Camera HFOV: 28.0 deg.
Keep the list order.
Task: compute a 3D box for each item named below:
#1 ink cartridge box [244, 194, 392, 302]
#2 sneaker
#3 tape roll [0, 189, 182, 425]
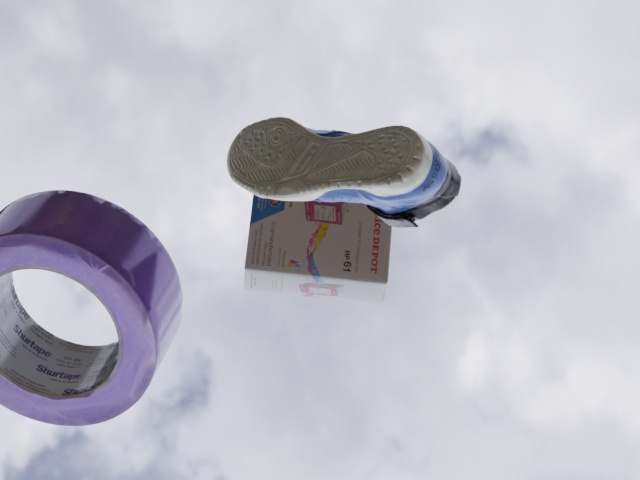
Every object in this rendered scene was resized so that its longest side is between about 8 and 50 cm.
[{"bbox_3d":[0.000,0.000,1.093,0.122,0.052,0.089,6,-114,-2],"label":"ink cartridge box"},{"bbox_3d":[0.018,-0.042,0.833,0.152,0.084,0.058,0,-106,33],"label":"sneaker"},{"bbox_3d":[-0.217,0.058,1.083,0.189,0.189,0.080,5,-149,10],"label":"tape roll"}]
